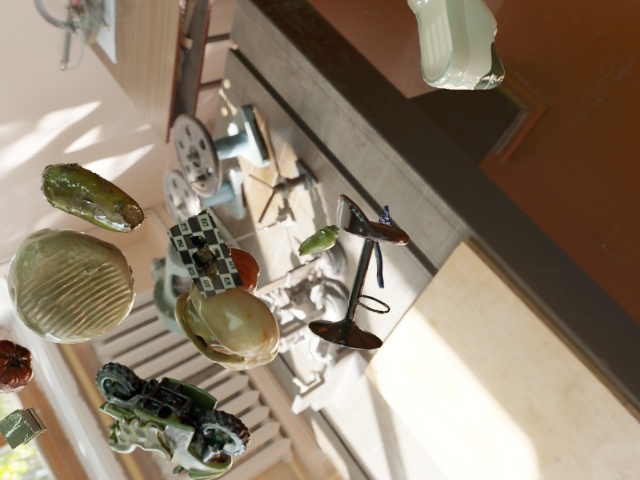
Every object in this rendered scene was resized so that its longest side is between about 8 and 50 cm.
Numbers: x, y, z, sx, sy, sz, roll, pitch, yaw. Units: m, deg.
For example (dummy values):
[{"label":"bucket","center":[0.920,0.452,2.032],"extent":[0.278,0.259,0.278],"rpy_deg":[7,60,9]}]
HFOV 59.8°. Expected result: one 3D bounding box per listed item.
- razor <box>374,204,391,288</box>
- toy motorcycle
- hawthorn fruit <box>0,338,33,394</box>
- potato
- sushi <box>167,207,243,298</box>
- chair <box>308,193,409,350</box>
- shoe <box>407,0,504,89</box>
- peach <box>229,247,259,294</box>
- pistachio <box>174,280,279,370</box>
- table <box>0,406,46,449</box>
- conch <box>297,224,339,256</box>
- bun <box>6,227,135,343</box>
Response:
[{"label":"razor","center":[0.210,0.030,1.957],"extent":[0.056,0.324,0.093],"rpy_deg":[-1,144,14]},{"label":"toy motorcycle","center":[-0.355,0.434,1.325],"extent":[0.410,0.169,0.237],"rpy_deg":[20,123,15]},{"label":"hawthorn fruit","center":[-0.904,0.366,1.550],"extent":[0.203,0.162,0.162],"rpy_deg":[-27,88,28]},{"label":"potato","center":[-0.521,-0.097,1.286],"extent":[0.251,0.113,0.149],"rpy_deg":[22,164,-12]},{"label":"sushi","center":[-0.284,0.032,1.423],"extent":[0.192,0.040,0.210],"rpy_deg":[-21,98,40]},{"label":"chair","center":[0.115,0.085,1.582],"extent":[0.226,0.226,0.401],"rpy_deg":[21,101,47]},{"label":"shoe","center":[0.270,-0.449,1.087],"extent":[0.132,0.160,0.363],"rpy_deg":[140,131,-57]},{"label":"peach","center":[-0.369,0.138,2.150],"extent":[0.232,0.256,0.232],"rpy_deg":[-162,90,-79]},{"label":"pistachio","center":[-0.257,0.237,1.584],"extent":[0.321,0.238,0.229],"rpy_deg":[38,115,-10]},{"label":"table","center":[-0.749,0.469,1.399],"extent":[0.079,0.062,0.083],"rpy_deg":[53,169,7]},{"label":"conch","center":[0.001,-0.003,2.153],"extent":[0.095,0.201,0.079],"rpy_deg":[-111,-2,-67]},{"label":"bun","center":[-0.737,0.136,1.643],"extent":[0.362,0.326,0.234],"rpy_deg":[37,158,-34]}]
